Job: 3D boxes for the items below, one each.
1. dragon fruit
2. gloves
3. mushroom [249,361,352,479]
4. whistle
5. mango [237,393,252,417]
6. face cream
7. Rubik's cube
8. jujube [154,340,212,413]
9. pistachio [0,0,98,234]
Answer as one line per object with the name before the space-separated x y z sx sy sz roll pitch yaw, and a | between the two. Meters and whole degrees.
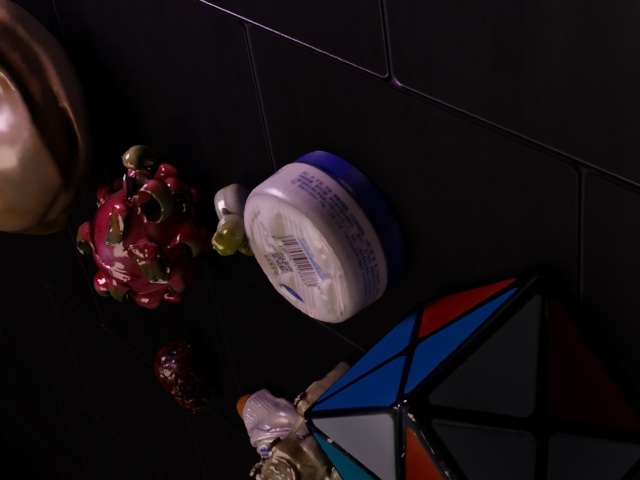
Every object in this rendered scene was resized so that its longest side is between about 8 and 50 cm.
dragon fruit | -0.256 -0.019 1.741 0.273 0.198 0.218 -47 49 40
gloves | -0.062 0.322 1.884 0.097 0.119 0.229 27 -174 -23
mushroom | 0.024 0.303 1.661 0.164 0.189 0.267 36 126 9
whistle | -0.109 -0.021 1.537 0.104 0.057 0.198 61 -171 -8
mango | -0.123 0.306 2.027 0.060 0.046 0.089 44 155 17
face cream | 0.000 0.000 1.430 0.206 0.111 0.206 38 150 27
Rubik's cube | 0.173 0.209 1.252 0.250 0.248 0.246 56 153 -7
jujube | -0.253 0.248 2.113 0.104 0.104 0.166 37 158 29
pistachio | -0.510 -0.199 1.804 0.365 0.281 0.445 17 140 43
